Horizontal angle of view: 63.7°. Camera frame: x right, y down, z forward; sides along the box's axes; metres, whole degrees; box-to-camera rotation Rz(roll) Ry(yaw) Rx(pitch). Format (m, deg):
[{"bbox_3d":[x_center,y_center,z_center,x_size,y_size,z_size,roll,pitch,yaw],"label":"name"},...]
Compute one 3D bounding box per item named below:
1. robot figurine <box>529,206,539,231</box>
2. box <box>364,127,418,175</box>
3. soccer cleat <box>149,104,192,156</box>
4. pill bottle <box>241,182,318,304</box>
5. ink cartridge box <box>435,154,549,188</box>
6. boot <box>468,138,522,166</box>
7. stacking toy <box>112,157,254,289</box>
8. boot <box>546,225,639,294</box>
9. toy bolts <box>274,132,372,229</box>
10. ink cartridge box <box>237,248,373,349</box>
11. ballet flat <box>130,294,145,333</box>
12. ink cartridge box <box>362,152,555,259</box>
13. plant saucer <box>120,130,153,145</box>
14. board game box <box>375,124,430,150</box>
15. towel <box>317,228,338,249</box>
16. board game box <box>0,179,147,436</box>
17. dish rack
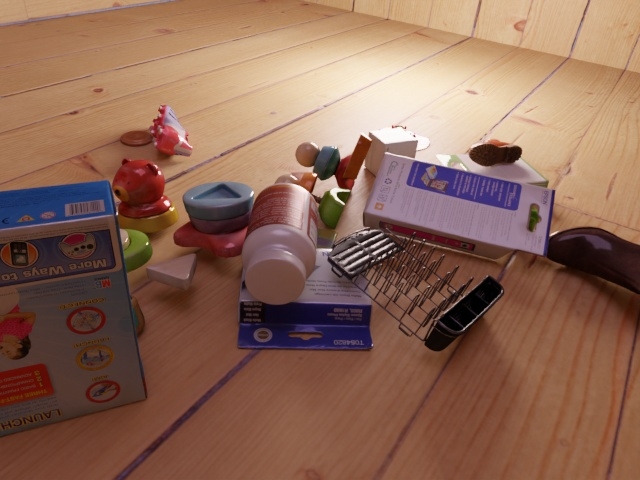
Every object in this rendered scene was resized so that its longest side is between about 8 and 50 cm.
[{"bbox_3d":[0.428,-0.063,1.155,0.115,0.067,0.101,27,64,28],"label":"robot figurine"},{"bbox_3d":[0.180,-0.222,1.320,0.101,0.101,0.087,-10,36,-23],"label":"box"},{"bbox_3d":[-0.395,-0.289,1.370,0.095,0.083,0.248,23,20,-29],"label":"soccer cleat"},{"bbox_3d":[-0.066,0.003,0.861,0.121,0.121,0.216,5,34,-1],"label":"pill bottle"},{"bbox_3d":[0.429,-0.165,1.314,0.235,0.056,0.171,-5,35,-10],"label":"ink cartridge box"},{"bbox_3d":[0.427,-0.230,1.319,0.158,0.059,0.084,-4,31,-26],"label":"boot"},{"bbox_3d":[-0.286,-0.049,0.932,0.309,0.130,0.279,8,28,16],"label":"stacking toy"},{"bbox_3d":[0.564,0.051,0.959,0.249,0.090,0.207,7,23,1],"label":"boot"},{"bbox_3d":[0.008,-0.169,1.134,0.159,0.218,0.228,23,29,1],"label":"toy bolts"},{"bbox_3d":[-0.027,0.090,0.888,0.224,0.045,0.224,1,35,-6],"label":"ink cartridge box"},{"bbox_3d":[-0.377,0.082,0.826,0.233,0.073,0.080,18,36,18],"label":"ballet flat"},{"bbox_3d":[0.290,-0.069,1.094,0.371,0.069,0.175,14,60,14],"label":"ink cartridge box"},{"bbox_3d":[-0.490,-0.274,1.375,0.084,0.013,0.083,3,35,-2],"label":"plant saucer"},{"bbox_3d":[0.244,-0.316,1.524,0.169,0.033,0.133,31,42,31],"label":"board game box"},{"bbox_3d":[0.000,0.000,1.054,0.060,0.009,0.083,11,36,7],"label":"towel"},{"bbox_3d":[-0.381,0.097,0.603,0.309,0.301,0.086,-9,37,-21],"label":"board game box"},{"bbox_3d":[0.155,0.059,0.888,0.272,0.074,0.208,40,36,22],"label":"dish rack"}]
